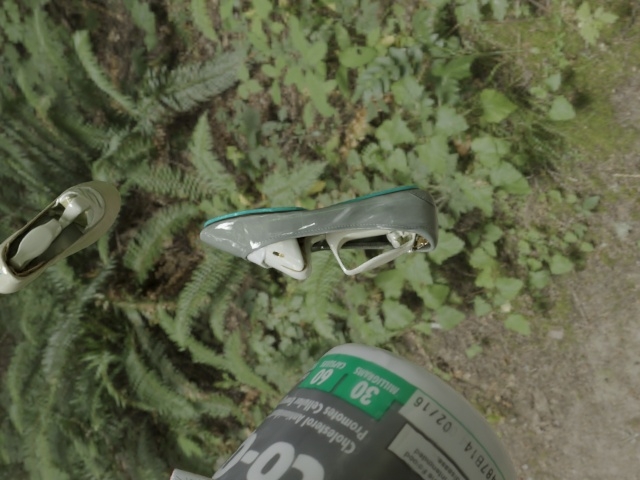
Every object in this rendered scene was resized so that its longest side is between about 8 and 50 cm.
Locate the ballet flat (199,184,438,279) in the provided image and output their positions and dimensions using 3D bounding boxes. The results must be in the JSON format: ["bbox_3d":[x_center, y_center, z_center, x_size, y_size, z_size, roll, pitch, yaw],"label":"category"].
[{"bbox_3d":[0.000,0.000,0.637,0.072,0.213,0.068,79,-178,-73],"label":"ballet flat"}]

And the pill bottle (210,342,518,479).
[{"bbox_3d":[-0.026,0.266,0.531,0.204,0.361,0.204,32,148,23],"label":"pill bottle"}]

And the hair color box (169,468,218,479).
[{"bbox_3d":[-0.014,0.195,0.388,0.053,0.167,0.093,89,-164,-57],"label":"hair color box"}]

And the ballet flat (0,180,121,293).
[{"bbox_3d":[-0.361,-0.019,1.010,0.086,0.248,0.086,20,137,20],"label":"ballet flat"}]
